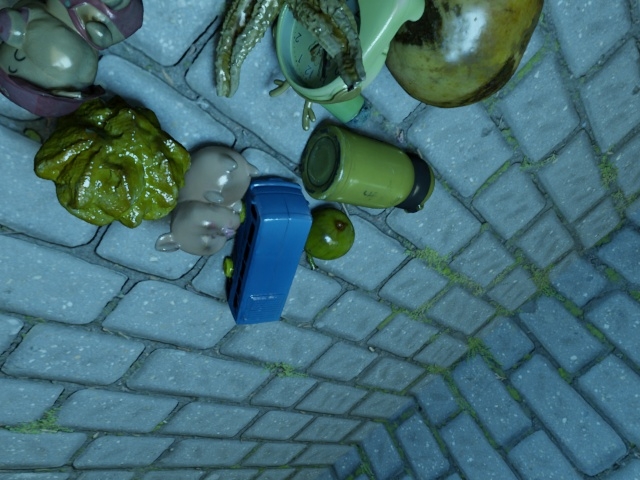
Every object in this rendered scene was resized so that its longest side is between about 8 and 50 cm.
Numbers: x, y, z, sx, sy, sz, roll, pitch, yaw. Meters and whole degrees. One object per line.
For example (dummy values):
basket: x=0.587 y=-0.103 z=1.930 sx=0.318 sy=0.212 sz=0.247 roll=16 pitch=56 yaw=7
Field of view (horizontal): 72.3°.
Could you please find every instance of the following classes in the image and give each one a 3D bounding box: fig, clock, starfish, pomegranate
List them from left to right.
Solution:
starfish: x=-0.026 y=-0.404 z=0.703 sx=0.082 sy=0.323 sz=0.433 roll=-26 pitch=139 yaw=-57
fig: x=0.011 y=-0.011 z=1.191 sx=0.148 sy=0.186 sz=0.142 roll=45 pitch=70 yaw=-18
clock: x=0.017 y=-0.359 z=0.790 sx=0.096 sy=0.235 sz=0.308 roll=-12 pitch=145 yaw=-51
pomegranate: x=0.263 y=-0.415 z=0.831 sx=0.321 sy=0.322 sz=0.323 roll=-16 pitch=136 yaw=-16

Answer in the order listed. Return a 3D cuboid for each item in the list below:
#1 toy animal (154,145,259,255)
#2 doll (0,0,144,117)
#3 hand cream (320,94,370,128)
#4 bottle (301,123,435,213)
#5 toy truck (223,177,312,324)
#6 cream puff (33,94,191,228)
toy animal: x=-0.242 y=-0.082 z=0.945 sx=0.166 sy=0.154 sz=0.251 roll=13 pitch=104 yaw=-50
doll: x=-0.378 y=-0.299 z=0.642 sx=0.256 sy=0.196 sz=0.152 roll=-50 pitch=136 yaw=10
hand cream: x=0.042 y=-0.317 z=0.972 sx=0.174 sy=0.046 sz=0.095 roll=31 pitch=111 yaw=-37
bottle: x=0.136 y=-0.162 z=1.083 sx=0.350 sy=0.172 sz=0.172 roll=6 pitch=126 yaw=-37
toy truck: x=-0.138 y=0.035 z=1.108 sx=0.160 sy=0.162 sz=0.385 roll=0 pitch=129 yaw=-28
cream puff: x=-0.354 y=-0.140 z=0.764 sx=0.196 sy=0.244 sz=0.244 roll=-40 pitch=137 yaw=10
